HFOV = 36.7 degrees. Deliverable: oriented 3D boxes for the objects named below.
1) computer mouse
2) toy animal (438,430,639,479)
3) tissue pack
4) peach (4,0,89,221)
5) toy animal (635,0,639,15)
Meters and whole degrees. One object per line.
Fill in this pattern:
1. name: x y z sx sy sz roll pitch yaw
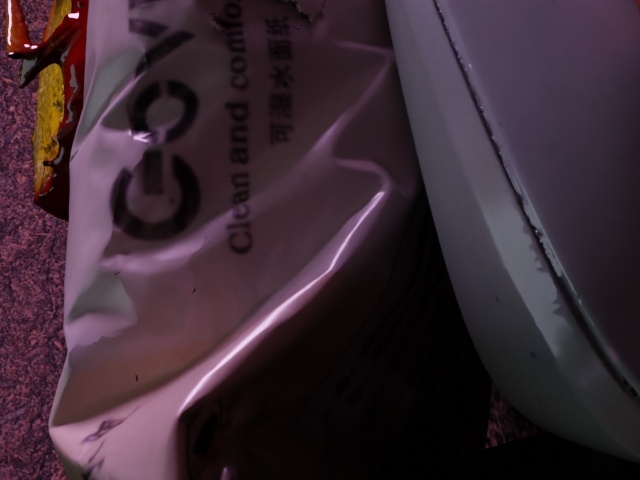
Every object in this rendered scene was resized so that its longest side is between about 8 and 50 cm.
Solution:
1. computer mouse: 0.115 -0.047 0.404 0.097 0.159 0.288 -29 60 41
2. toy animal: 0.118 0.257 0.439 0.216 0.191 0.338 -166 69 -74
3. tissue pack: 0.000 0.000 0.524 0.390 0.195 0.375 46 -143 -64
4. peach: -0.198 -0.204 1.132 0.406 0.310 0.335 -104 20 -45
5. toy animal: 0.159 -0.066 0.312 0.103 0.100 0.208 26 -125 -67
